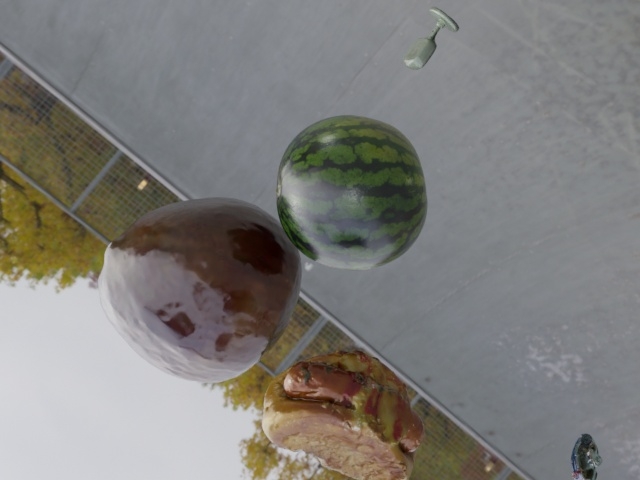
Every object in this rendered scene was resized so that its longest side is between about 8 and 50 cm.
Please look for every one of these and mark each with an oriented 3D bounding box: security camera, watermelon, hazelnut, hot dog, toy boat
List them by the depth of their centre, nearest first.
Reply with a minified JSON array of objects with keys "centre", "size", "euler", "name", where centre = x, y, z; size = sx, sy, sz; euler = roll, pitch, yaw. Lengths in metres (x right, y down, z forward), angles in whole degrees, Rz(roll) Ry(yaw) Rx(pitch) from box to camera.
[{"centre":[0.341,0.281,0.772],"size":[0.038,0.038,0.083],"euler":[40,-142,0],"name":"toy boat"},{"centre":[0.049,0.260,0.917],"size":[0.256,0.153,0.150],"euler":[26,-153,-9],"name":"hot dog"},{"centre":[0.165,-0.303,0.932],"size":[0.058,0.092,0.058],"euler":[35,-169,-8],"name":"security camera"},{"centre":[0.057,-0.086,1.093],"size":[0.285,0.285,0.285],"euler":[40,180,0],"name":"watermelon"},{"centre":[-0.243,0.098,1.238],"size":[0.421,0.420,0.353],"euler":[40,-143,-57],"name":"hazelnut"}]
